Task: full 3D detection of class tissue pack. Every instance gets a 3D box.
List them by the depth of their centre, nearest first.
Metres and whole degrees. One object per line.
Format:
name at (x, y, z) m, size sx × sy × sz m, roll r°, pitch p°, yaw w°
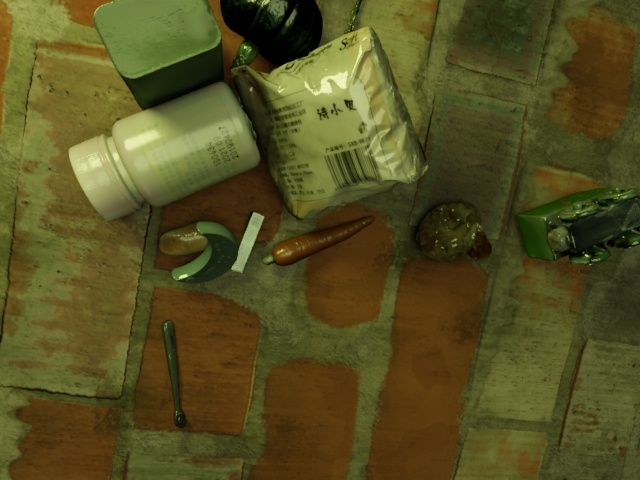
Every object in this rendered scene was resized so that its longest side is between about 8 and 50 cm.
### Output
tissue pack at (0.014, -0.238, 1.053) m, size 0.376 × 0.195 × 0.389 m, roll -10°, pitch 114°, yaw 28°

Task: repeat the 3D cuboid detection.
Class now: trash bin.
trash bin at (-0.320, -0.395, 1.002) m, size 0.223 × 0.343 × 0.158 m, roll -25°, pitch 105°, yaw -9°

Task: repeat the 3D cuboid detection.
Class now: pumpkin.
pumpkin at (-0.130, -0.488, 1.089) m, size 0.248 × 0.248 × 0.247 m, roll -2°, pitch 98°, yaw -13°

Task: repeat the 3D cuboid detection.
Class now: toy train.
toy train at (0.742, -0.044, 1.343) m, size 0.308 × 0.249 × 0.173 m, roll -20°, pitch 99°, yaw -10°

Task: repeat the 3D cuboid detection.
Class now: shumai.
shumai at (0.380, -0.019, 1.302) m, size 0.210 × 0.153 × 0.161 m, roll -19°, pitch 109°, yaw -14°

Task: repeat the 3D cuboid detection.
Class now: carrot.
carrot at (0.000, 0.000, 1.281) m, size 0.336 × 0.069 × 0.069 m, roll -21°, pitch 102°, yaw -16°

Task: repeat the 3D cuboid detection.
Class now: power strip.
power strip at (-0.280, 0.044, 1.180) m, size 0.137 × 0.044 × 0.216 m, roll 7°, pitch 132°, yaw -35°

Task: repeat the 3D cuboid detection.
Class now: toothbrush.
toothbrush at (-0.385, 0.353, 1.252) m, size 0.030 × 0.031 × 0.297 m, roll -11°, pitch 99°, yaw -37°

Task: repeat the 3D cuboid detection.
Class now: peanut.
peanut at (-0.328, -0.004, 1.194) m, size 0.152 × 0.076 × 0.076 m, roll -15°, pitch 101°, yaw -13°

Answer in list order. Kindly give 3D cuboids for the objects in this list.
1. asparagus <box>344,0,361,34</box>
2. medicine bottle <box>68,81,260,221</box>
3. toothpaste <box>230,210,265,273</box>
asparagus at (0.101, -0.620, 1.234) m, size 0.022 × 0.023 × 0.232 m, roll 21°, pitch 93°, yaw 30°
medicine bottle at (-0.342, -0.202, 1.090) m, size 0.379 × 0.213 × 0.213 m, roll -24°, pitch 102°, yaw -9°
toothpaste at (-0.191, 0.004, 1.238) m, size 0.034 × 0.046 × 0.164 m, roll 21°, pitch 93°, yaw -17°
